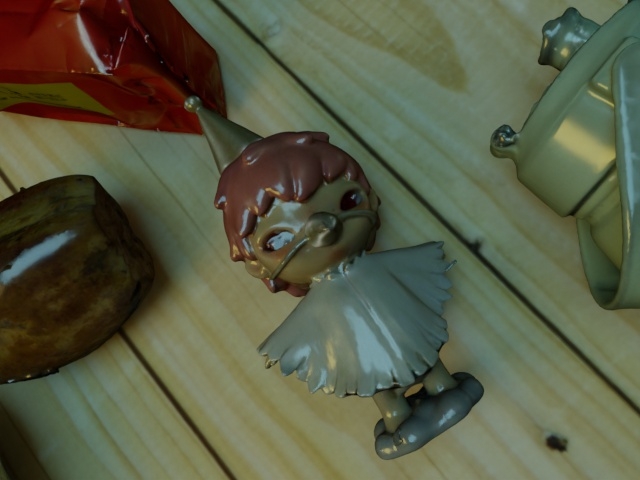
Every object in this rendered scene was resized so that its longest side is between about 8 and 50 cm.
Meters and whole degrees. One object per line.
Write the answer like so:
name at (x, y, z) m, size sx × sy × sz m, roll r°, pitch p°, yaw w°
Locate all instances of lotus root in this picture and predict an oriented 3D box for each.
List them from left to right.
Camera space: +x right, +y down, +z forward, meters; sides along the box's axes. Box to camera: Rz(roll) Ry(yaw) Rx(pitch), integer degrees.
lotus root at (-0.321, 0.059, 0.583) m, size 0.291 × 0.193 × 0.193 m, roll -30°, pitch 79°, yaw 9°

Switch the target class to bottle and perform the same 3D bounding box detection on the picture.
bottle at (0.289, -0.033, 0.385) m, size 0.352 × 0.229 × 0.229 m, roll 39°, pitch 97°, yaw 15°

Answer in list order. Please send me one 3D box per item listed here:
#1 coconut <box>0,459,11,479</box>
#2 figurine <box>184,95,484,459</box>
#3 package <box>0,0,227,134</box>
coconut at (-0.504, 0.318, 0.520) m, size 0.346 × 0.346 × 0.360 m, roll -40°, pitch 84°, yaw 10°
figurine at (0.000, 0.000, 0.490) m, size 0.207 × 0.166 × 0.387 m, roll -30°, pitch 81°, yaw -5°
package at (-0.317, -0.207, 0.579) m, size 0.424 × 0.196 × 0.123 m, roll 7°, pitch 84°, yaw 17°
